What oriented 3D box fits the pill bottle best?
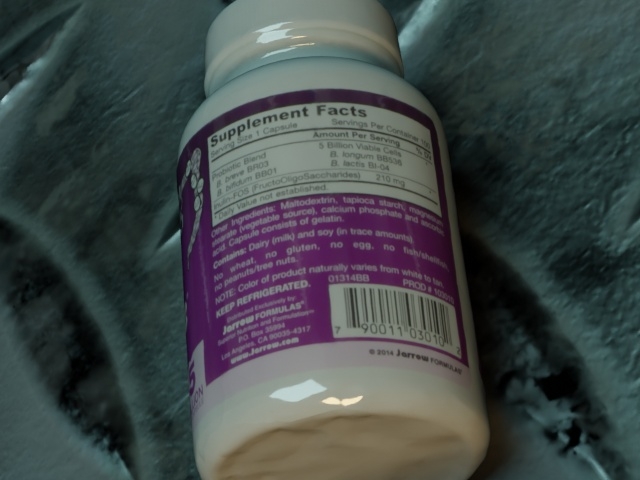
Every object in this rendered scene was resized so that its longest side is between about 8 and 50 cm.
[{"bbox_3d":[0.000,0.000,1.066,0.169,0.169,0.302,-22,55,24],"label":"pill bottle"}]
